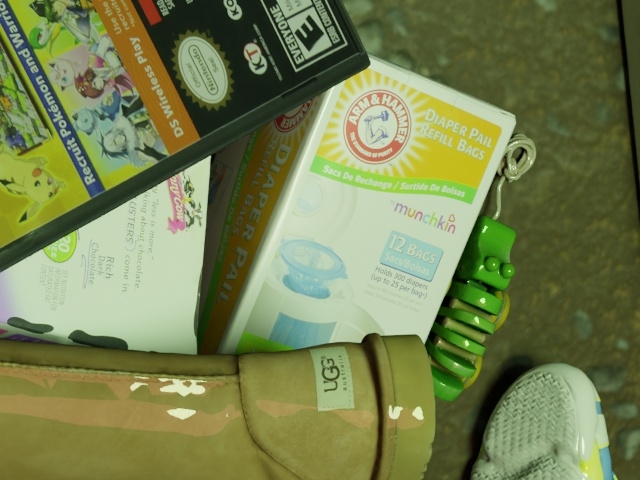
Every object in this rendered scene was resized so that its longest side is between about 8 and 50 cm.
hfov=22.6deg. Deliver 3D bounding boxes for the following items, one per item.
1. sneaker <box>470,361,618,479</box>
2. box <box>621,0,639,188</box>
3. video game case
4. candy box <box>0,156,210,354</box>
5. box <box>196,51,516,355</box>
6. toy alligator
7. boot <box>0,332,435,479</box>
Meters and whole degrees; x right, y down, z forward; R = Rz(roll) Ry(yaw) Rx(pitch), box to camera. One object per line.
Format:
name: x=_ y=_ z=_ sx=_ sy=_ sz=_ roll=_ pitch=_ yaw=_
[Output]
sneaker: x=0.160 y=0.187 z=0.994 sx=0.126 sy=0.091 sz=0.240 roll=-5 pitch=106 yaw=-42
box: x=0.247 y=-0.122 z=0.937 sx=0.113 sy=0.094 sz=0.275 roll=-18 pitch=110 yaw=-20
video game case: x=-0.132 y=-0.146 z=0.680 sx=0.248 sy=0.035 sz=0.275 roll=-32 pitch=100 yaw=-32
candy box: x=-0.146 y=-0.033 z=0.737 sx=0.196 sy=0.070 sz=0.165 roll=19 pitch=67 yaw=-40
box: x=0.000 y=0.000 z=0.850 sx=0.114 sy=0.103 sz=0.203 roll=21 pitch=94 yaw=-28
toy alligator: x=0.089 y=0.028 z=0.926 sx=0.056 sy=0.051 sz=0.190 roll=25 pitch=92 yaw=-28
boot: x=-0.098 y=0.116 z=0.745 sx=0.269 sy=0.089 sz=0.236 roll=0 pitch=135 yaw=-9
